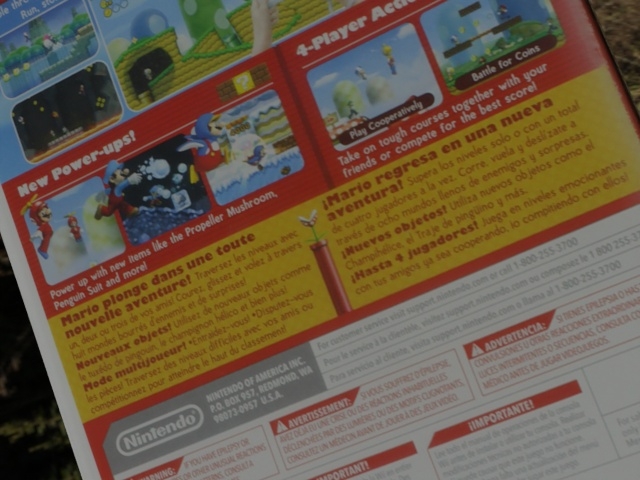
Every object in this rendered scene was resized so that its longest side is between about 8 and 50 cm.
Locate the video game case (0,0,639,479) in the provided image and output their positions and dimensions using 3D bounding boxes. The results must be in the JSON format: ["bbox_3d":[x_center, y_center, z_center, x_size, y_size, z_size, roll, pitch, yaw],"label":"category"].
[{"bbox_3d":[0.000,0.000,0.344,0.204,0.025,0.285,-24,81,17],"label":"video game case"}]
